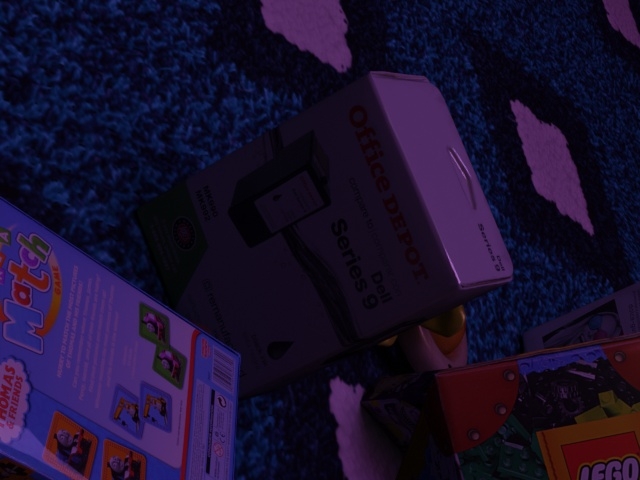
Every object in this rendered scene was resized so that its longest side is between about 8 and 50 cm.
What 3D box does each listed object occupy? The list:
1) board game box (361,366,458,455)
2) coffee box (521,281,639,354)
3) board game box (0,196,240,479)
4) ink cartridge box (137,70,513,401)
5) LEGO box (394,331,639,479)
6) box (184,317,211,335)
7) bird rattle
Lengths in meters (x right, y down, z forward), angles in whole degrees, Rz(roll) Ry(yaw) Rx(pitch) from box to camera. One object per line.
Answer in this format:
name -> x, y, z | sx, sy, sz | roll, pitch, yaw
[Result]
board game box -> 0.216, 0.274, 1.408 | 0.347, 0.208, 0.056 | 51, 52, -17
coffee box -> 0.503, 0.273, 1.723 | 0.337, 0.334, 0.338 | 40, 36, -33
board game box -> -0.133, 0.090, 0.768 | 0.211, 0.039, 0.160 | 39, 36, -36
ink cartridge box -> 0.000, 0.000, 1.210 | 0.121, 0.289, 0.211 | -5, 70, -59
LEGO box -> 0.191, 0.341, 1.045 | 0.500, 0.193, 0.373 | 96, -18, -64
box -> -0.189, 0.150, 0.878 | 0.168, 0.203, 0.167 | 25, 46, -48
bird rattle -> 0.112, 0.070, 1.547 | 0.253, 0.143, 0.207 | -72, 140, -68
